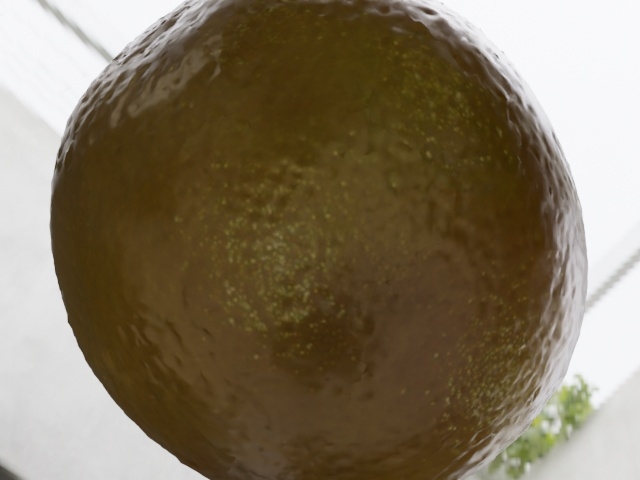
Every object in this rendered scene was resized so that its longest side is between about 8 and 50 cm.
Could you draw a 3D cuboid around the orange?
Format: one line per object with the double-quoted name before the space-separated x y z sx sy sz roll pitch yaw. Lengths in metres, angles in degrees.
"orange" 0.000 0.000 0.696 0.236 0.236 0.236 2 -71 6
